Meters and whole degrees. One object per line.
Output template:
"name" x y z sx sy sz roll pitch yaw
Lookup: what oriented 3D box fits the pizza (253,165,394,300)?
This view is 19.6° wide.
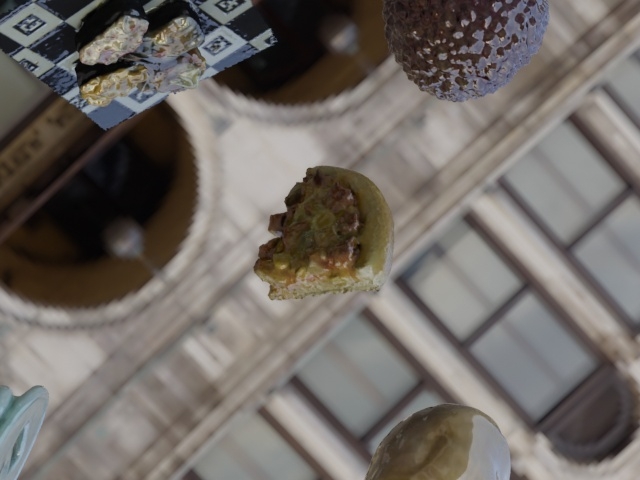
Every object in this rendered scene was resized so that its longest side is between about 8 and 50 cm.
"pizza" 0.000 -0.001 1.581 0.134 0.046 0.175 -43 -146 -1

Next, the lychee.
"lychee" 0.147 -0.246 1.961 0.188 0.188 0.188 -41 -169 10

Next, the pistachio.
"pistachio" 0.133 0.316 2.229 0.162 0.181 0.293 -125 -143 -49

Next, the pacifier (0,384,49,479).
"pacifier" -0.317 0.307 1.850 0.288 0.269 0.343 111 5 -58

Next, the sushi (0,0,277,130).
"sushi" -0.143 -0.154 1.505 0.193 0.040 0.210 -26 152 10
